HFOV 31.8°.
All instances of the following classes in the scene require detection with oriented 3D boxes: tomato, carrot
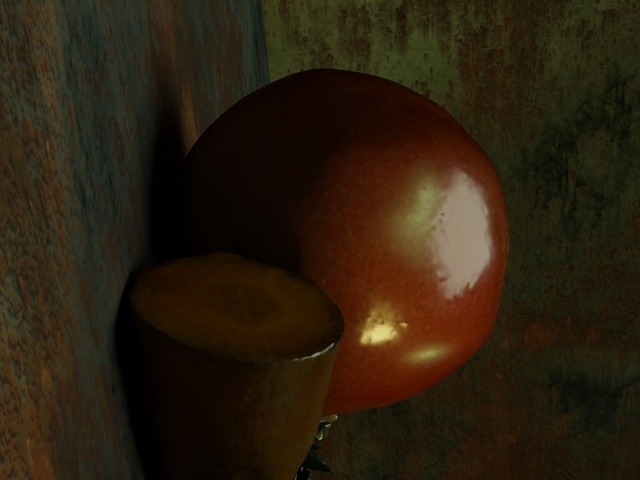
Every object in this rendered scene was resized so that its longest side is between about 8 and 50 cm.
[{"bbox_3d":[0.000,0.000,1.038,0.272,0.341,0.342,-14,109,-43],"label":"tomato"},{"bbox_3d":[-0.075,0.134,0.867,0.159,0.159,0.225,-91,-170,-60],"label":"carrot"}]

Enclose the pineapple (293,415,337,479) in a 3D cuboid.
[{"bbox_3d":[-0.047,0.228,1.449,0.340,0.169,0.169,-76,163,-64],"label":"pineapple"}]
